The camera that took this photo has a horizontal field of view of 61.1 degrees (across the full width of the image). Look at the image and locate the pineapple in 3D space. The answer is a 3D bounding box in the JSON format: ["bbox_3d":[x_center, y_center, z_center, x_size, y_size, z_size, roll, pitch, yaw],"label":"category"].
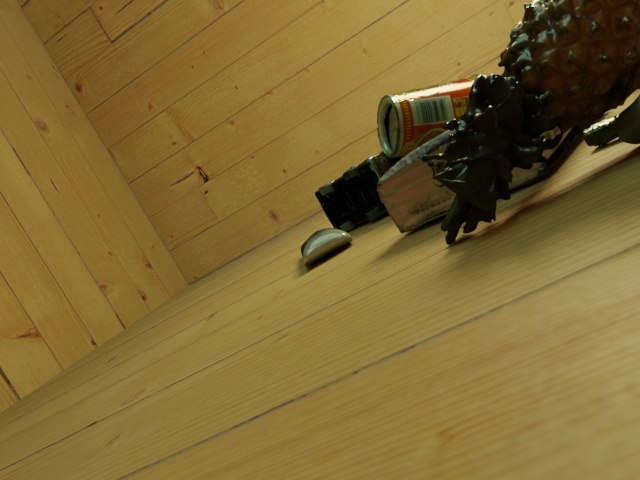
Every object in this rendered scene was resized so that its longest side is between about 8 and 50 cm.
[{"bbox_3d":[0.226,-0.147,0.591,0.340,0.169,0.169,-49,3,7],"label":"pineapple"}]

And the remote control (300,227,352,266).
[{"bbox_3d":[0.000,0.000,1.209,0.109,0.055,0.313,-30,5,-1],"label":"remote control"}]

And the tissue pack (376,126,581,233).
[{"bbox_3d":[0.276,-0.158,0.867,0.259,0.122,0.361,-28,7,44],"label":"tissue pack"}]

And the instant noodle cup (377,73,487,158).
[{"bbox_3d":[0.239,-0.246,1.142,0.212,0.193,0.193,-8,0,-12],"label":"instant noodle cup"}]

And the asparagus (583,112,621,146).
[{"bbox_3d":[0.394,-0.155,0.634,0.165,0.030,0.036,-26,-4,39],"label":"asparagus"}]

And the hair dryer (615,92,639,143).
[{"bbox_3d":[0.365,-0.139,0.482,0.225,0.088,0.219,-18,-1,-10],"label":"hair dryer"}]

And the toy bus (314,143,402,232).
[{"bbox_3d":[0.123,-0.125,1.299,0.167,0.138,0.275,-30,2,-27],"label":"toy bus"}]
